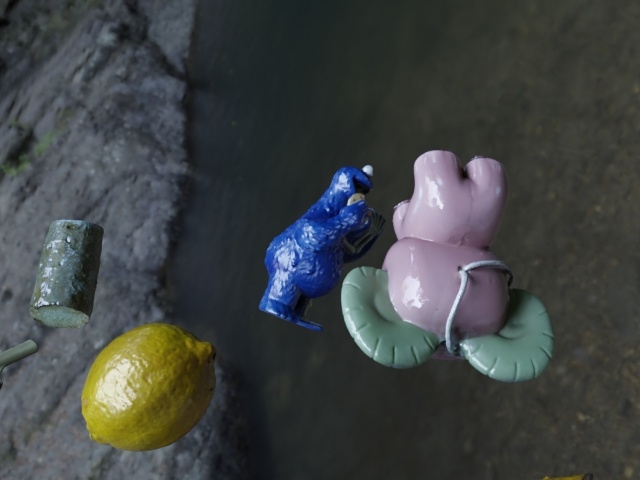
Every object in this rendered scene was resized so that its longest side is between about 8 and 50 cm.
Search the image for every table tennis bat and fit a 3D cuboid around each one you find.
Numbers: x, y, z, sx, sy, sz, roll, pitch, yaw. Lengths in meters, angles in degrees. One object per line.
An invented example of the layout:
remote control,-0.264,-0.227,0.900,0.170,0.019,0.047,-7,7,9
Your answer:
table tennis bat,-0.392,0.150,1.061,0.156,0.087,0.013,-25,-33,-44

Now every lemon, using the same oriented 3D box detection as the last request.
lemon,-0.270,0.232,1.460,0.256,0.188,0.188,-36,27,9

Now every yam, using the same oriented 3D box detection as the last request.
yam,-0.435,0.048,1.615,0.107,0.107,0.194,-41,38,50

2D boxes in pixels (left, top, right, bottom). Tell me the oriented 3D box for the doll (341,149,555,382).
doll,0.167,0.052,1.211,0.216,0.284,0.269,106,167,-47

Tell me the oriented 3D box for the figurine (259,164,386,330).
figurine,-0.005,0.003,1.353,0.262,0.120,0.164,-58,-22,-16

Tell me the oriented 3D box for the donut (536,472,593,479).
donut,0.348,0.478,1.364,0.108,0.278,0.278,-4,56,23
